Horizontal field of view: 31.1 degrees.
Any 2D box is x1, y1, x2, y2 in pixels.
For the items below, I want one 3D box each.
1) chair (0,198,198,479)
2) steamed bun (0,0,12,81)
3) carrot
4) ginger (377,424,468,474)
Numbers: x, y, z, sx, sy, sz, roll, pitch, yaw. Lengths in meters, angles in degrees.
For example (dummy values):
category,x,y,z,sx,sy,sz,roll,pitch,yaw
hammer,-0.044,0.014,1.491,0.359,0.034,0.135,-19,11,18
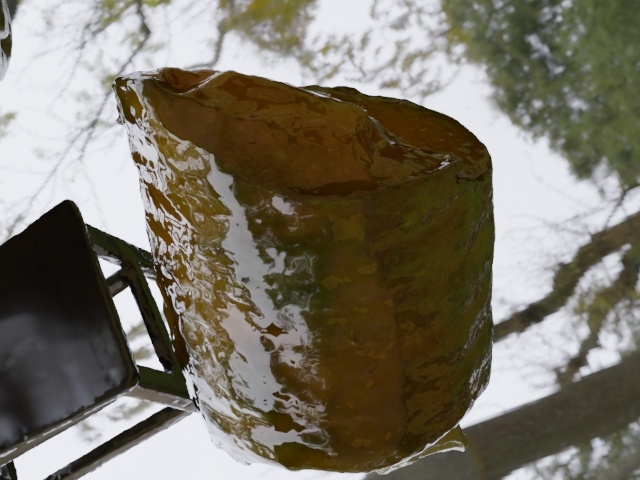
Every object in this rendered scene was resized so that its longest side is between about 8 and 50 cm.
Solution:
category,x,y,z,sx,sy,sz,roll,pitch,yaw
chair,-0.280,0.091,1.029,0.203,0.240,0.416,65,-170,28
steamed bun,-0.402,-0.179,1.024,0.247,0.339,0.352,-27,-58,-20
carrot,0.000,0.000,0.797,0.241,0.241,0.341,-61,-31,-51
ginger,0.033,0.159,1.225,0.267,0.152,0.138,32,-140,22
